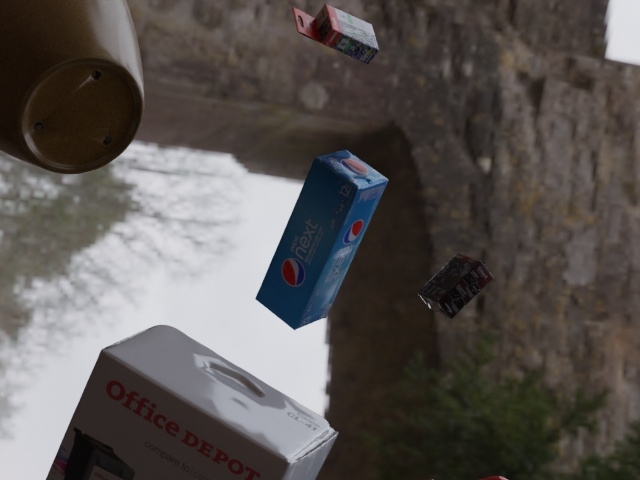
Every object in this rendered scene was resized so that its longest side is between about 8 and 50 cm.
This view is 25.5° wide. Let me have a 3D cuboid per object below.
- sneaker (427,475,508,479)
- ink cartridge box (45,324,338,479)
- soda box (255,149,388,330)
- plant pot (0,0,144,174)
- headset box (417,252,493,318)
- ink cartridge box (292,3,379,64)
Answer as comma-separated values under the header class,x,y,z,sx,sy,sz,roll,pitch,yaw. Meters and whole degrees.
class,x,y,z,sx,sy,sz,roll,pitch,yaw
sneaker,0.053,0.240,1.159,0.118,0.279,0.107,-55,-128,44
ink cartridge box,-0.155,0.271,1.391,0.226,0.131,0.306,28,-72,14
soda box,0.000,0.000,1.686,0.071,0.067,0.210,37,-60,24
plant pot,-0.268,-0.174,1.328,0.254,0.237,0.237,49,-53,47
headset box,0.170,0.053,1.753,0.083,0.032,0.062,-43,-158,-11
ink cartridge box,0.020,-0.283,1.885,0.029,0.115,0.063,-51,-147,31
